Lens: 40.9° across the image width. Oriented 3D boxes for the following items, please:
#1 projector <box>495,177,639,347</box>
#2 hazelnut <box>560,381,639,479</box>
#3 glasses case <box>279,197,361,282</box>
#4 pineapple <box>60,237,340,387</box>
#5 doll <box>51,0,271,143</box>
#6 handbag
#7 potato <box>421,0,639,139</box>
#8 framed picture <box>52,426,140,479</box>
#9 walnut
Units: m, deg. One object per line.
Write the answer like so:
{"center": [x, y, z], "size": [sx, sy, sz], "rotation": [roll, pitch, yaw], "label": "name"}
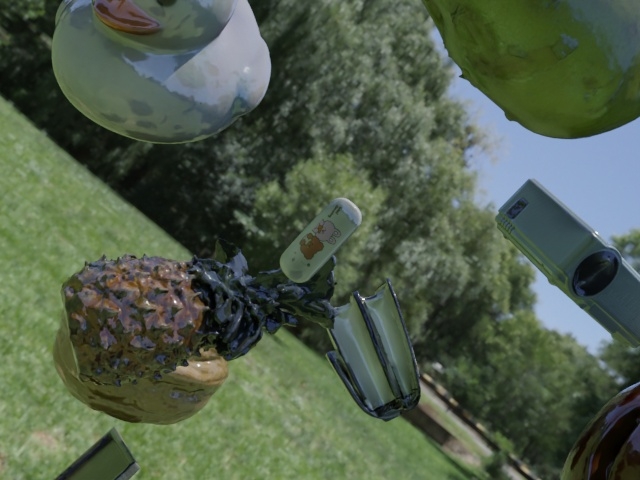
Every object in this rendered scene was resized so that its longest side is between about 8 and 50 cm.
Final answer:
{"center": [0.395, 0.041, 1.295], "size": [0.257, 0.099, 0.192], "rotation": [36, 11, -35], "label": "projector"}
{"center": [0.515, 0.356, 1.110], "size": [0.402, 0.429, 0.402], "rotation": [172, -90, -80], "label": "hazelnut"}
{"center": [0.000, 0.000, 0.721], "size": [0.032, 0.083, 0.021], "rotation": [45, 11, 11], "label": "glasses case"}
{"center": [-0.130, 0.065, 0.976], "size": [0.170, 0.310, 0.141], "rotation": [-118, -156, -44], "label": "pineapple"}
{"center": [-0.141, -0.214, 0.798], "size": [0.221, 0.221, 0.251], "rotation": [39, 31, -1], "label": "doll"}
{"center": [0.092, 0.218, 1.667], "size": [0.358, 0.160, 0.236], "rotation": [85, -17, -83], "label": "handbag"}
{"center": [0.147, -0.177, 0.572], "size": [0.253, 0.148, 0.186], "rotation": [32, 40, -28], "label": "potato"}
{"center": [-0.420, 0.423, 1.282], "size": [0.022, 0.335, 0.247], "rotation": [52, -17, -13], "label": "framed picture"}
{"center": [-0.258, 0.158, 1.267], "size": [0.261, 0.224, 0.225], "rotation": [22, -1, -13], "label": "walnut"}
